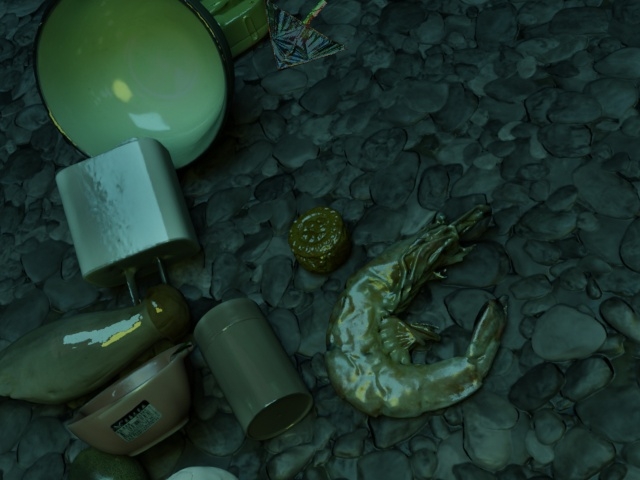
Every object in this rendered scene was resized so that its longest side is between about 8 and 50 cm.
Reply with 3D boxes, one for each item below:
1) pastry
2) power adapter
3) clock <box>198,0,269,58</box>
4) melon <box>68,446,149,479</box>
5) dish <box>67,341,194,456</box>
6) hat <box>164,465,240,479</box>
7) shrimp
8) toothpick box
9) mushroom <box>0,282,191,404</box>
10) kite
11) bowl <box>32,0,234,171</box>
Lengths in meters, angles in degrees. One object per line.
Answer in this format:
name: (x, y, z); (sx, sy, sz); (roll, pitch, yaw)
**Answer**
pastry: (0.000, 0.000, 1.225); (0.097, 0.057, 0.109); (-10, 54, 17)
power adapter: (-0.306, -0.015, 1.266); (0.187, 0.124, 0.255); (-22, 75, 4)
clock: (-0.259, -0.474, 1.578); (0.235, 0.096, 0.308); (-36, 54, -7)
melon: (-0.295, 0.338, 1.073); (0.130, 0.098, 0.098); (20, 66, 34)
dish: (-0.242, 0.233, 1.087); (0.213, 0.213, 0.090); (-32, 95, -5)
hat: (-0.151, 0.371, 0.981); (0.203, 0.203, 0.126); (-19, 36, 4)
shrimp: (0.156, 0.096, 1.108); (0.247, 0.085, 0.360); (33, 76, 21)
toothpick box: (-0.099, 0.181, 1.104); (0.111, 0.111, 0.181); (-33, 56, -5)
mushroom: (-0.363, 0.168, 1.180); (0.350, 0.128, 0.128); (-24, 55, 2)
kite: (-0.039, -0.397, 1.479); (0.190, 0.010, 0.159); (31, 92, 4)
bowl: (-0.307, -0.307, 1.378); (0.354, 0.354, 0.185); (-6, 24, 13)
